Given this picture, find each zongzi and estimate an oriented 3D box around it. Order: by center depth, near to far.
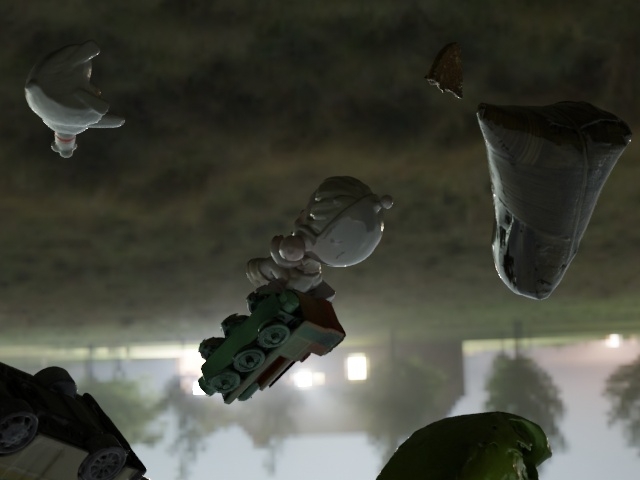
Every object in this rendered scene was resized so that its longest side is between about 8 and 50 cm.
[{"bbox_3d":[0.264,-0.061,1.994,0.288,0.286,0.134,0,-156,-47],"label":"zongzi"}]

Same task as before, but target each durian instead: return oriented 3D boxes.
[{"bbox_3d":[0.107,0.227,1.241,0.101,0.250,0.139,7,139,40],"label":"durian"}]

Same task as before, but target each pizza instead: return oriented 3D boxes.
[{"bbox_3d":[0.168,-0.221,1.994,0.025,0.078,0.083,4,-137,36],"label":"pizza"}]

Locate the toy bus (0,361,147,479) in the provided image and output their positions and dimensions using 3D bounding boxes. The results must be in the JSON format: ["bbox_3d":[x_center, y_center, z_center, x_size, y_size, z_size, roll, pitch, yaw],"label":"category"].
[{"bbox_3d":[-0.349,0.214,1.531,0.143,0.179,0.305,46,-173,37],"label":"toy bus"}]

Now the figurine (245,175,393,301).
[{"bbox_3d":[0.002,0.008,2.126,0.182,0.144,0.257,2,137,-39],"label":"figurine"}]

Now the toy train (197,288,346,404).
[{"bbox_3d":[-0.067,0.133,1.800,0.118,0.074,0.176,24,119,-38],"label":"toy train"}]

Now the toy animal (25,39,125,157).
[{"bbox_3d":[-0.408,-0.235,2.451,0.138,0.140,0.282,-19,173,-5],"label":"toy animal"}]

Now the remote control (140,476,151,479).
[{"bbox_3d":[-0.345,0.420,2.340,0.221,0.103,0.332,19,180,12],"label":"remote control"}]
